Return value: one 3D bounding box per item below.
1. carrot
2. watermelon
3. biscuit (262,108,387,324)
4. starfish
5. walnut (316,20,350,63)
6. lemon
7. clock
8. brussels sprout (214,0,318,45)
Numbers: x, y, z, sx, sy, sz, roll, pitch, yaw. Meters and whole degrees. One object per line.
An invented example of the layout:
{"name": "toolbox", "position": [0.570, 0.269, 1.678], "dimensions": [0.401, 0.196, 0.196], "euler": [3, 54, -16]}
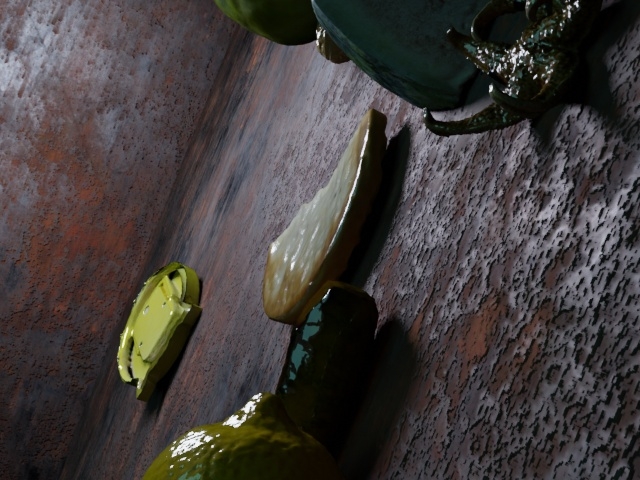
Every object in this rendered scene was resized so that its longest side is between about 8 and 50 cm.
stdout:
{"name": "carrot", "position": [0.000, 0.125, 0.819], "dimensions": [0.173, 0.082, 0.082], "euler": [-67, 16, 3]}
{"name": "watermelon", "position": [0.103, -0.273, 0.943], "dimensions": [0.310, 0.193, 0.231], "euler": [-70, -9, -56]}
{"name": "biscuit", "position": [0.000, 0.000, 1.045], "dimensions": [0.309, 0.040, 0.204], "euler": [-52, 23, 45]}
{"name": "starfish", "position": [0.150, -0.145, 0.695], "dimensions": [0.146, 0.074, 0.190], "euler": [-66, 17, 3]}
{"name": "walnut", "position": [0.033, -0.312, 1.264], "dimensions": [0.079, 0.083, 0.096], "euler": [-46, -17, -58]}
{"name": "lemon", "position": [-0.067, 0.246, 0.694], "dimensions": [0.187, 0.187, 0.244], "euler": [166, 118, -70]}
{"name": "clock", "position": [-0.335, 0.186, 1.815], "dimensions": [0.277, 0.071, 0.293], "euler": [-55, 30, 13]}
{"name": "brussels sprout", "position": [-0.031, -0.454, 1.353], "dimensions": [0.344, 0.268, 0.344], "euler": [-27, -3, -2]}
